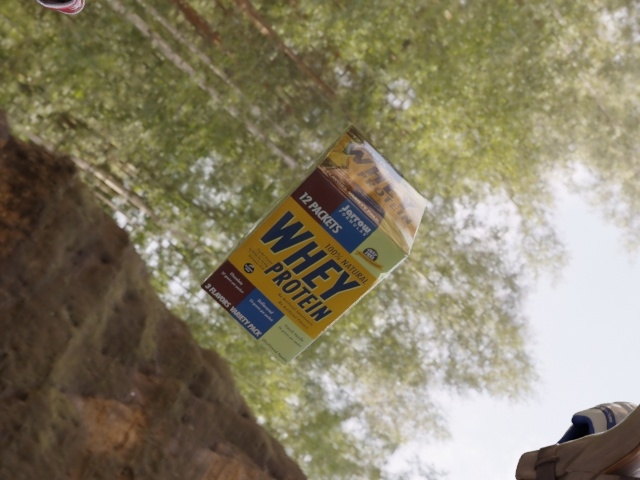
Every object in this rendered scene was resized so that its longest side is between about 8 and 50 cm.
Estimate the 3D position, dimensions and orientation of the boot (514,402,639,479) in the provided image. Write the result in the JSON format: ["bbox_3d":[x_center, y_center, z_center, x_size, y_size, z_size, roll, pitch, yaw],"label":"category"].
[{"bbox_3d":[0.156,0.124,0.492,0.087,0.042,0.118,-18,-159,43],"label":"boot"}]

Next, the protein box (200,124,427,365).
[{"bbox_3d":[0.000,0.000,1.014,0.201,0.136,0.200,-44,-174,24],"label":"protein box"}]

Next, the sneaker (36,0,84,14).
[{"bbox_3d":[-0.290,-0.261,0.849,0.042,0.118,0.067,-65,-163,5],"label":"sneaker"}]

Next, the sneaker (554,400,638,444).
[{"bbox_3d":[0.333,0.342,1.179,0.112,0.131,0.296,42,-62,52],"label":"sneaker"}]
